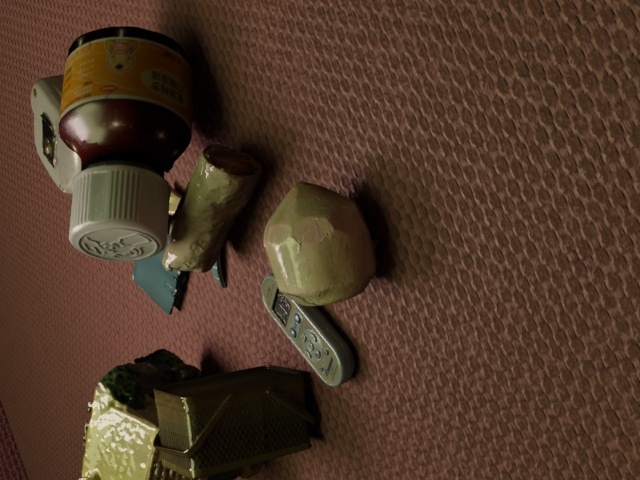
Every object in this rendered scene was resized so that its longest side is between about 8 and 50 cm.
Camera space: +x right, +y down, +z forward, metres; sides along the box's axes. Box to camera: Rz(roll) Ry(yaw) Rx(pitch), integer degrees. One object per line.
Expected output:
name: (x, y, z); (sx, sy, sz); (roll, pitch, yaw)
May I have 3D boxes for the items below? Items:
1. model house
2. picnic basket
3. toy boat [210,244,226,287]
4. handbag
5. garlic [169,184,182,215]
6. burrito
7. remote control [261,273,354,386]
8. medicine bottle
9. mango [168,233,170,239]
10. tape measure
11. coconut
model house: (-0.270, 0.384, 1.942); (0.266, 0.321, 0.261); (19, 104, 33)
picnic basket: (-0.153, 0.315, 1.747); (0.165, 0.266, 0.139); (-2, 95, 60)
toy boat: (-0.210, 0.033, 1.913); (0.096, 0.034, 0.122); (37, 134, 50)
handbag: (-0.331, 0.042, 2.080); (0.144, 0.057, 0.221); (49, 139, 27)
garlic: (-0.291, -0.076, 1.983); (0.083, 0.041, 0.053); (30, 114, 37)
burrito: (-0.193, -0.061, 1.740); (0.105, 0.143, 0.299); (35, 133, 4)
remote control: (-0.022, 0.147, 1.672); (0.244, 0.047, 0.087); (49, 143, 32)
medicine bottle: (-0.341, -0.164, 1.750); (0.242, 0.242, 0.395); (-38, 52, 55)
mango: (-0.265, -0.004, 1.933); (0.080, 0.060, 0.114); (114, 156, -51)
tape measure: (-0.558, -0.236, 2.228); (0.258, 0.130, 0.265); (44, 137, 35)
coconut: (0.000, 0.000, 1.470); (0.171, 0.170, 0.183); (5, 108, 55)
